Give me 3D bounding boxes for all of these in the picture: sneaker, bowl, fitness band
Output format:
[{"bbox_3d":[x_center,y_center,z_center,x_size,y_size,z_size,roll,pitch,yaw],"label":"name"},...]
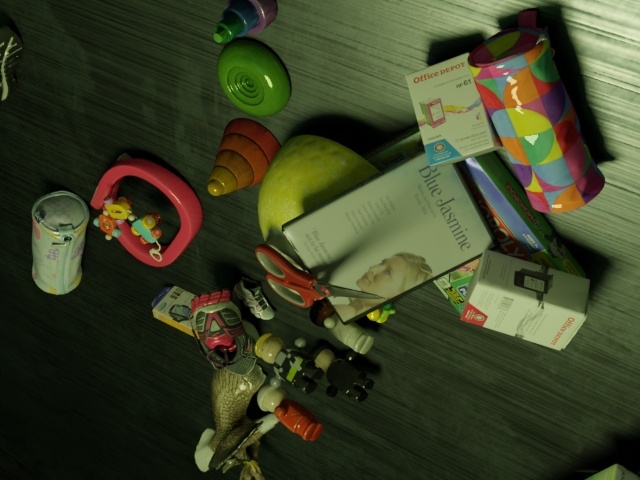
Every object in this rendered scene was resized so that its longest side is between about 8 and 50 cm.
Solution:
[{"bbox_3d":[-0.619,-0.335,1.515,0.094,0.081,0.208,42,142,-1],"label":"sneaker"},{"bbox_3d":[-0.124,0.110,1.594,0.098,0.038,0.069,38,143,0],"label":"sneaker"},{"bbox_3d":[0.000,0.000,1.242,0.289,0.156,0.289,33,153,19],"label":"bowl"},{"bbox_3d":[-0.191,0.210,1.625,0.120,0.112,0.299,-14,150,2],"label":"sneaker"},{"bbox_3d":[-0.340,-0.056,1.596,0.209,0.054,0.291,40,143,-6],"label":"fitness band"}]

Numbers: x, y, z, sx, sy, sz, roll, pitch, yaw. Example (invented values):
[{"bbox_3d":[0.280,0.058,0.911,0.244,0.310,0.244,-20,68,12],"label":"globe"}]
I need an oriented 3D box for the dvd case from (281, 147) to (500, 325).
[{"bbox_3d":[0.099,-0.006,1.124,0.253,0.022,0.180,-28,113,10],"label":"dvd case"}]

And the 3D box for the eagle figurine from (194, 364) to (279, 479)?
[{"bbox_3d":[-0.185,0.423,1.846,0.226,0.225,0.298,28,153,30],"label":"eagle figurine"}]

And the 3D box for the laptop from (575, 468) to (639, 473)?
[{"bbox_3d":[0.574,0.437,1.275,0.234,0.136,0.264,-14,102,46],"label":"laptop"}]

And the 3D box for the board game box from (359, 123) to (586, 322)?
[{"bbox_3d":[0.207,-0.027,1.188,0.317,0.046,0.213,49,142,-13],"label":"board game box"}]

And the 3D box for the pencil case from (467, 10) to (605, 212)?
[{"bbox_3d":[0.264,-0.147,0.981,0.104,0.104,0.236,-3,127,40],"label":"pencil case"}]

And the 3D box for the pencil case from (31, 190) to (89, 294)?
[{"bbox_3d":[-0.573,0.010,1.792,0.124,0.113,0.273,54,146,17],"label":"pencil case"}]

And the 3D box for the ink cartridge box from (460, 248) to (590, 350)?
[{"bbox_3d":[0.283,0.084,1.131,0.150,0.063,0.109,17,148,6],"label":"ink cartridge box"}]

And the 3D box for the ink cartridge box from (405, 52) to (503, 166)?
[{"bbox_3d":[0.167,-0.163,1.022,0.088,0.052,0.122,-16,86,26],"label":"ink cartridge box"}]

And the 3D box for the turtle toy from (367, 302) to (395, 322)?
[{"bbox_3d":[0.071,0.091,1.390,0.130,0.066,0.095,25,178,16],"label":"turtle toy"}]

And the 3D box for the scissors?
[{"bbox_3d":[0.006,0.071,1.116,0.297,0.021,0.109,18,142,49],"label":"scissors"}]

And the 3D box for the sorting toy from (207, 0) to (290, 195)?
[{"bbox_3d":[-0.130,-0.196,1.225,0.127,0.126,0.366,26,141,16],"label":"sorting toy"}]

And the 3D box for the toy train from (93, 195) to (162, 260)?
[{"bbox_3d":[-0.360,-0.032,1.560,0.166,0.046,0.125,26,142,17],"label":"toy train"}]

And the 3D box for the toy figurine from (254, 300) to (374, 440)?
[{"bbox_3d":[-0.014,0.231,1.495,0.148,0.213,0.210,32,141,35],"label":"toy figurine"}]

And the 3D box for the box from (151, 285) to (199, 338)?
[{"bbox_3d":[-0.290,0.149,1.731,0.136,0.081,0.028,22,140,21],"label":"box"}]

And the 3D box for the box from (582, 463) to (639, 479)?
[{"bbox_3d":[0.479,0.487,1.326,0.232,0.058,0.322,29,141,-1],"label":"box"}]
